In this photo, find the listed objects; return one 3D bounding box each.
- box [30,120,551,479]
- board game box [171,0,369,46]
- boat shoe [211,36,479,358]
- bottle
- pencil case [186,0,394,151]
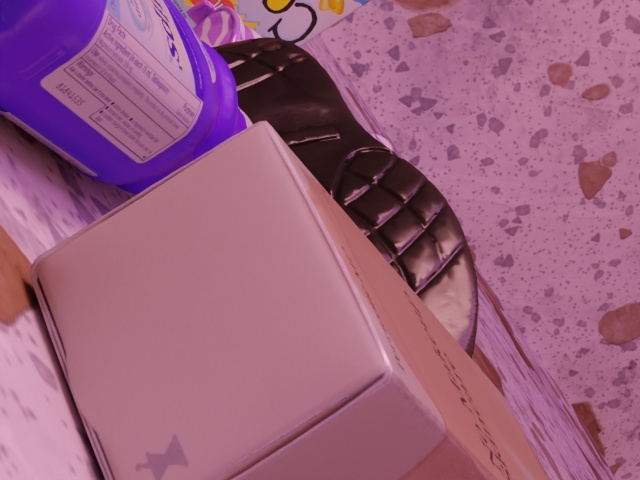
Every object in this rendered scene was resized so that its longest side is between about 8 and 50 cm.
[{"bbox_3d":[0.013,0.096,0.783,0.311,0.121,0.148,47,13,-55],"label":"box"},{"bbox_3d":[-0.011,-0.284,1.623,0.142,0.275,0.144,55,8,-16],"label":"board game box"},{"bbox_3d":[0.000,0.000,1.079,0.324,0.122,0.120,-119,-153,-45],"label":"boat shoe"},{"bbox_3d":[-0.110,-0.089,0.867,0.118,0.092,0.283,60,7,24],"label":"bottle"},{"bbox_3d":[-0.027,-0.097,1.344,0.206,0.086,0.088,38,46,-36],"label":"pencil case"}]
